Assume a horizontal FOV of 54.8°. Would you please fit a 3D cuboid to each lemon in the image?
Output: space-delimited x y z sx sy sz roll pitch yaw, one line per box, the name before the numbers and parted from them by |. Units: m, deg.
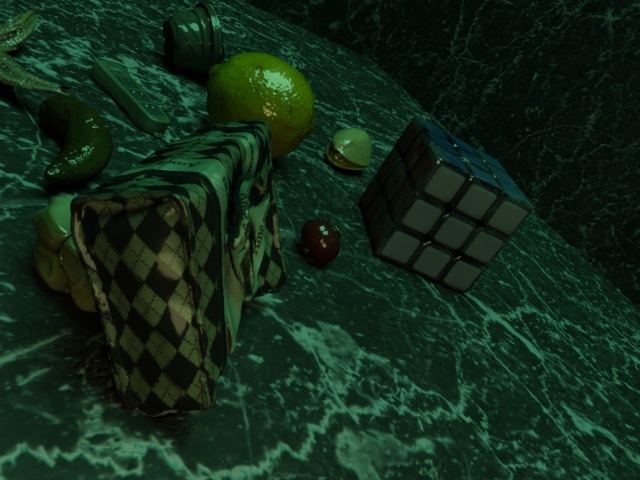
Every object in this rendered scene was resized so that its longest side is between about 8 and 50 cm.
lemon | -0.158 -0.349 1.591 0.310 0.258 0.258 32 25 -8

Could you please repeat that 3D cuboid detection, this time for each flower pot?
flower pot | -0.390 -0.595 1.855 0.140 0.236 0.235 -12 45 -25

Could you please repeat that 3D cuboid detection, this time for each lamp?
lamp | 0.000 0.000 1.343 0.101 0.090 0.101 58 -7 11

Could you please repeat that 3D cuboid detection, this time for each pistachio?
pistachio | 0.099 -0.286 1.934 0.145 0.117 0.200 40 27 4

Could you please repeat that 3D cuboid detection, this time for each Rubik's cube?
Rubik's cube | 0.317 -0.096 1.632 0.301 0.304 0.305 25 28 -18

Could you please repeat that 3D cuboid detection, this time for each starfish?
starfish | -0.695 -0.407 1.220 0.384 0.132 0.398 46 20 31

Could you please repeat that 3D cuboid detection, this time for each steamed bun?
steamed bun | -0.333 0.020 0.907 0.192 0.106 0.177 43 22 2

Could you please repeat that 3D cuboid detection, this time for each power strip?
power strip | -0.455 -0.343 1.483 0.286 0.048 0.080 47 30 25

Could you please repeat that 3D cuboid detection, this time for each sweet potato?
sweet potato | -0.454 -0.191 1.154 0.124 0.098 0.310 -6 43 -23

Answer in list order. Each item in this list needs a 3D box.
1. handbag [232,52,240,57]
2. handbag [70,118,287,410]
handbag | -0.204 -0.532 2.079 0.270 0.089 0.175 -1 49 -50
handbag | -0.158 0.017 0.897 0.180 0.317 0.416 -4 22 12
